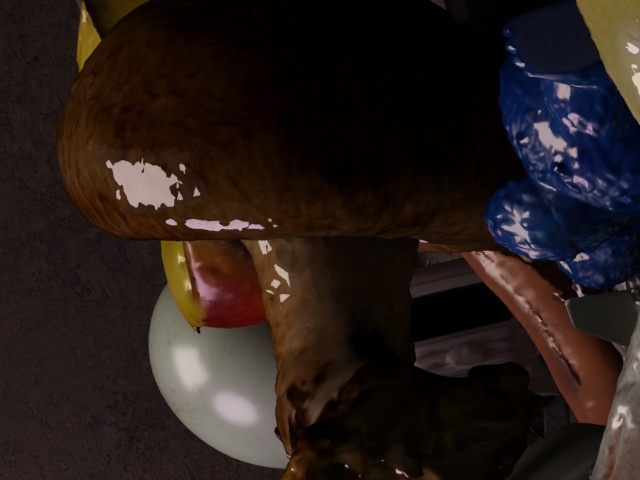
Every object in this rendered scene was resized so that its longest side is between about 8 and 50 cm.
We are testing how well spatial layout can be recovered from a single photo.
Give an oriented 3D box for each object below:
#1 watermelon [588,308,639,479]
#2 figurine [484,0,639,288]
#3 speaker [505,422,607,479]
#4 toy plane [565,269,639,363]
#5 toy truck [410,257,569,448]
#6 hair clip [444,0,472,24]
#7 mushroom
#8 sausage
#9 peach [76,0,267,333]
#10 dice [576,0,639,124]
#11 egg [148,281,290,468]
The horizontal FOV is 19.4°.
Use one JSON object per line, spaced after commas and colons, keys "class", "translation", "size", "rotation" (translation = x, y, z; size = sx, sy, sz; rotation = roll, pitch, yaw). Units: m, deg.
{"class": "watermelon", "translation": [0.209, 0.194, 0.917], "size": [0.387, 0.258, 0.228], "rotation": [58, 165, -7]}
{"class": "figurine", "translation": [0.156, -0.055, 0.987], "size": [0.121, 0.164, 0.262], "rotation": [19, 163, 19]}
{"class": "speaker", "translation": [0.236, 0.300, 1.132], "size": [0.406, 0.183, 0.184], "rotation": [52, 174, -5]}
{"class": "toy plane", "translation": [0.222, 0.086, 1.155], "size": [0.160, 0.082, 0.234], "rotation": [34, 163, 51]}
{"class": "toy truck", "translation": [0.096, 0.129, 1.587], "size": [0.363, 0.176, 0.178], "rotation": [102, 153, -75]}
{"class": "hair clip", "translation": [0.076, -0.222, 1.180], "size": [0.187, 0.056, 0.146], "rotation": [-131, 25, -63]}
{"class": "mushroom", "translation": [0.016, -0.011, 1.221], "size": [0.334, 0.331, 0.356], "rotation": [-2, 106, 61]}
{"class": "sausage", "translation": [0.169, 0.056, 1.320], "size": [0.304, 0.078, 0.078], "rotation": [57, 167, 32]}
{"class": "peach", "translation": [-0.069, -0.100, 1.629], "size": [0.380, 0.242, 0.306], "rotation": [51, 160, 49]}
{"class": "dice", "translation": [0.182, -0.112, 0.606], "size": [0.166, 0.169, 0.169], "rotation": [66, 170, -13]}
{"class": "egg", "translation": [-0.026, 0.114, 1.868], "size": [0.371, 0.230, 0.230], "rotation": [23, -148, -58]}
